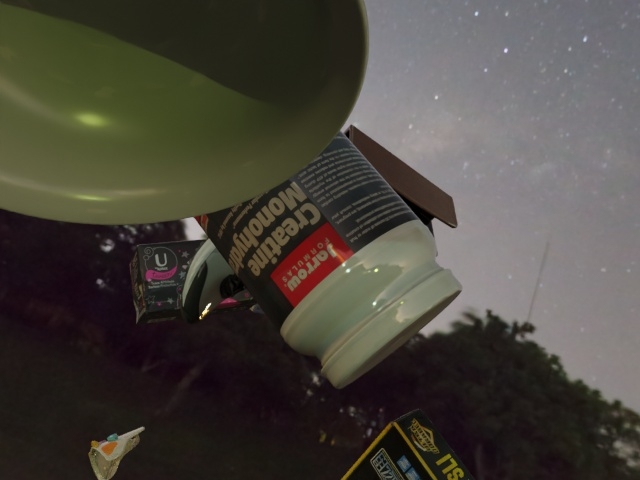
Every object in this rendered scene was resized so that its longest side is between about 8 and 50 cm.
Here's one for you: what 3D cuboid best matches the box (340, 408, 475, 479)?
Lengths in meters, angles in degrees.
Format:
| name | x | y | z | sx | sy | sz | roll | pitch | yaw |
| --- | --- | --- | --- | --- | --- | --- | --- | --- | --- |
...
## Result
| name | x | y | z | sx | sy | sz | roll | pitch | yaw |
| --- | --- | --- | --- | --- | --- | --- | --- | --- | --- |
| box | 0.185 | 0.486 | 1.032 | 0.322 | 0.079 | 0.257 | 53 | -45 | 26 |

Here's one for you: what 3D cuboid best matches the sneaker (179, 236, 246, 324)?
| name | x | y | z | sx | sy | sz | roll | pitch | yaw |
| --- | --- | --- | --- | --- | --- | --- | --- | --- | --- |
| sneaker | -0.105 | 0.024 | 0.924 | 0.108 | 0.271 | 0.100 | 33 | -28 | 19 |

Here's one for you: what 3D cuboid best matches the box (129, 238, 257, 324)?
| name | x | y | z | sx | sy | sz | roll | pitch | yaw |
| --- | --- | --- | --- | --- | --- | --- | --- | --- | --- |
| box | -0.258 | 0.080 | 1.279 | 0.247 | 0.142 | 0.163 | -4 | -13 | -24 |

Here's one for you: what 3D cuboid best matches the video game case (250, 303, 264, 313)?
| name | x | y | z | sx | sy | sz | roll | pitch | yaw |
| --- | --- | --- | --- | --- | --- | --- | --- | --- | --- |
| video game case | -0.032 | 0.085 | 1.592 | 0.270 | 0.244 | 0.061 | 15 | 7 | -31 |

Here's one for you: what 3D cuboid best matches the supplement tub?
| name | x | y | z | sx | sy | sz | roll | pitch | yaw |
| --- | --- | --- | --- | --- | --- | --- | --- | --- | --- |
| supplement tub | 0.000 | 0.000 | 0.664 | 0.272 | 0.191 | 0.191 | 51 | -9 | 16 |

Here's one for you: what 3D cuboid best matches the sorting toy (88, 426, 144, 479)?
| name | x | y | z | sx | sy | sz | roll | pitch | yaw |
| --- | --- | --- | --- | --- | --- | --- | --- | --- | --- |
| sorting toy | -0.292 | 0.301 | 0.893 | 0.045 | 0.075 | 0.083 | 48 | -45 | 18 |

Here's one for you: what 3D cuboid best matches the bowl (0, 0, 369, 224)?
| name | x | y | z | sx | sy | sz | roll | pitch | yaw |
| --- | --- | --- | --- | --- | --- | --- | --- | --- | --- |
| bowl | -0.126 | -0.141 | 0.389 | 0.298 | 0.134 | 0.298 | -9 | -29 | -5 |

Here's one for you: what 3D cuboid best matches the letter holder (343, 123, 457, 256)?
| name | x | y | z | sx | sy | sz | roll | pitch | yaw |
| --- | --- | --- | --- | --- | --- | --- | --- | --- | --- |
| letter holder | 0.134 | -0.062 | 1.299 | 0.302 | 0.214 | 0.152 | 32 | -57 | -21 |
